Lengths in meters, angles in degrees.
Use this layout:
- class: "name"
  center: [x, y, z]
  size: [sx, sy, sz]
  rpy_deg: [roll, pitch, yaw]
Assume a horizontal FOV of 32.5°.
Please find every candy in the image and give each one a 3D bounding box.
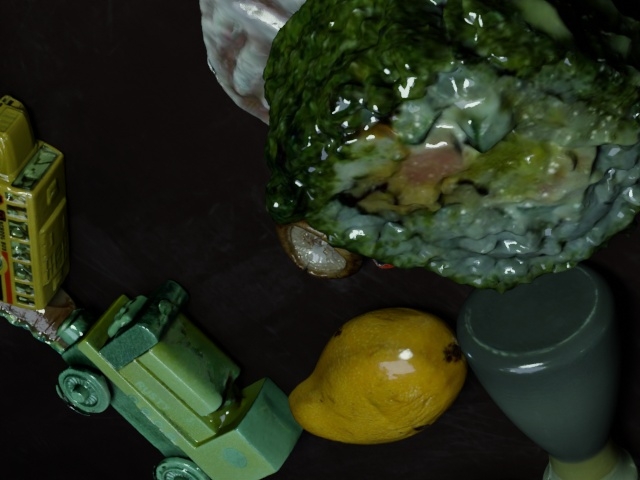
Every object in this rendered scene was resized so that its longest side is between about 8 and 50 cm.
- class: "candy"
  center: [-0.003, -0.248, 1.059]
  size: [0.214, 0.157, 0.289]
  rpy_deg: [20, 134, -8]

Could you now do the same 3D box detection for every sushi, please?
- class: "sushi"
  center: [0.139, -0.109, 0.974]
  size: [0.352, 0.178, 0.294]
  rpy_deg: [16, 136, -27]

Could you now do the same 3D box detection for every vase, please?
- class: "vase"
  center: [0.284, 0.185, 1.268]
  size: [0.173, 0.173, 0.321]
  rpy_deg: [2, 134, 34]

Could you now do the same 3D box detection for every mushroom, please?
- class: "mushroom"
  center: [0.000, 0.000, 1.367]
  size: [0.123, 0.052, 0.123]
  rpy_deg: [27, 152, 16]

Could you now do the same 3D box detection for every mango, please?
- class: "mango"
  center: [0.077, 0.180, 1.437]
  size: [0.177, 0.120, 0.295]
  rpy_deg: [37, 142, -12]

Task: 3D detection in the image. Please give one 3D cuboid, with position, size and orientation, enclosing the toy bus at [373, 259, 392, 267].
- class: "toy bus"
  center: [0.060, -0.015, 1.330]
  size: [0.043, 0.031, 0.110]
  rpy_deg: [-17, 115, 47]

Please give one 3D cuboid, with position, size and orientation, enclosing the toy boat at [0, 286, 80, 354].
- class: "toy boat"
  center: [-0.449, 0.114, 1.758]
  size: [0.293, 0.108, 0.099]
  rpy_deg: [37, 126, -5]

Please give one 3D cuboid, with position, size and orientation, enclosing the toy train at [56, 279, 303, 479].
- class: "toy train"
  center: [-0.218, 0.233, 1.675]
  size: [0.397, 0.160, 0.253]
  rpy_deg: [47, 132, -12]

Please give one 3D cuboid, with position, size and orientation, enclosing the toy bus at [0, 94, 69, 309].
- class: "toy bus"
  center: [-0.436, -0.046, 1.589]
  size: [0.123, 0.121, 0.335]
  rpy_deg: [19, 137, 7]
